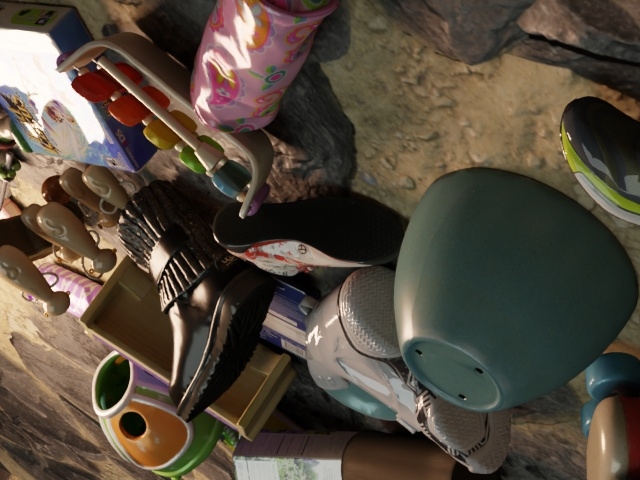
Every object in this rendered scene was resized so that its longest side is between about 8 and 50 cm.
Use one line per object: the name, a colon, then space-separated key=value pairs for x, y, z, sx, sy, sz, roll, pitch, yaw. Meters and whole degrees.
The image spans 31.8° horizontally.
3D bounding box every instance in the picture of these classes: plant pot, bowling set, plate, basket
plant pot: x=0.200 y=0.086 z=1.332 sx=0.290 sy=0.195 sz=0.290 roll=27 pitch=151 yaw=17
bowling set: x=-0.401 y=-0.032 z=1.890 sx=0.287 sy=0.200 sz=0.154 roll=-38 pitch=115 yaw=17
plate: x=0.073 y=0.235 z=1.857 sx=0.188 sy=0.024 sz=0.188 roll=20 pitch=148 yaw=13
basket: x=0.177 y=0.407 z=1.890 sx=0.226 sy=0.154 sz=0.204 roll=-11 pitch=129 yaw=49

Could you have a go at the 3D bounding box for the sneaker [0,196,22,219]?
sneaker: x=-0.610 y=-0.030 z=2.197 sx=0.070 sy=0.051 sz=0.134 roll=45 pitch=147 yaw=-5

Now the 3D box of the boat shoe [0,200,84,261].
boat shoe: x=-0.568 y=0.016 z=1.976 sx=0.104 sy=0.307 sz=0.111 roll=-35 pitch=71 yaw=58

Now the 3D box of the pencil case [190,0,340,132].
pencil case: x=-0.066 y=-0.225 z=1.250 sx=0.124 sy=0.124 sz=0.284 roll=36 pitch=152 yaw=0

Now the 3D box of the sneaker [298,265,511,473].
sneaker: x=0.117 y=0.196 z=1.656 sx=0.366 sy=0.137 sz=0.210 roll=50 pitch=150 yaw=-14

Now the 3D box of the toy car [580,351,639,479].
toy car: x=0.453 y=0.273 z=1.386 sx=0.237 sy=0.219 sz=0.210 roll=-2 pitch=142 yaw=8

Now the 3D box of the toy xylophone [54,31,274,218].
toy xylophone: x=-0.191 y=-0.156 z=1.417 sx=0.322 sy=0.236 sz=0.081 roll=41 pitch=107 yaw=4

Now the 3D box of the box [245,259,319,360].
box: x=-0.063 y=0.108 z=1.817 sx=0.136 sy=0.036 sz=0.225 roll=26 pitch=152 yaw=19

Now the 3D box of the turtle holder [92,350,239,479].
turtle holder: x=-0.298 y=0.272 z=2.109 sx=0.243 sy=0.320 sz=0.227 roll=-19 pitch=142 yaw=39

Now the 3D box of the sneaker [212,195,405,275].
sneaker: x=-0.001 y=-0.001 z=1.551 sx=0.270 sy=0.090 sz=0.145 roll=3 pitch=167 yaw=19

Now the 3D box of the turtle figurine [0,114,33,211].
turtle figurine: x=-0.585 y=-0.113 z=1.906 sx=0.197 sy=0.275 sz=0.266 roll=14 pitch=164 yaw=-39

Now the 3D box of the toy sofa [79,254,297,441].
toy sofa: x=-0.230 y=0.194 z=1.975 sx=0.362 sy=0.150 sz=0.177 roll=31 pitch=164 yaw=9

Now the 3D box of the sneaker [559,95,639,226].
sneaker: x=0.366 y=-0.060 z=1.050 sx=0.299 sy=0.111 sz=0.121 roll=29 pitch=141 yaw=3

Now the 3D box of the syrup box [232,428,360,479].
syrup box: x=-0.034 y=0.411 z=2.064 sx=0.236 sy=0.096 sz=0.093 roll=-1 pitch=113 yaw=13

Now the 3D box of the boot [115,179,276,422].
boot: x=-0.221 y=0.097 z=1.775 sx=0.260 sy=0.131 sz=0.348 roll=38 pitch=127 yaw=19

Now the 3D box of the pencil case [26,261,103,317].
pencil case: x=-0.490 y=0.112 z=2.240 sx=0.206 sy=0.088 sz=0.086 roll=19 pitch=149 yaw=28

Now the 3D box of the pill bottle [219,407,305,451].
pill bottle: x=-0.097 y=0.391 z=2.190 sx=0.208 sy=0.119 sz=0.119 roll=39 pitch=152 yaw=-3

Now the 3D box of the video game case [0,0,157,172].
video game case: x=-0.398 y=-0.227 z=1.664 sx=0.244 sy=0.061 sz=0.270 roll=14 pitch=144 yaw=37
